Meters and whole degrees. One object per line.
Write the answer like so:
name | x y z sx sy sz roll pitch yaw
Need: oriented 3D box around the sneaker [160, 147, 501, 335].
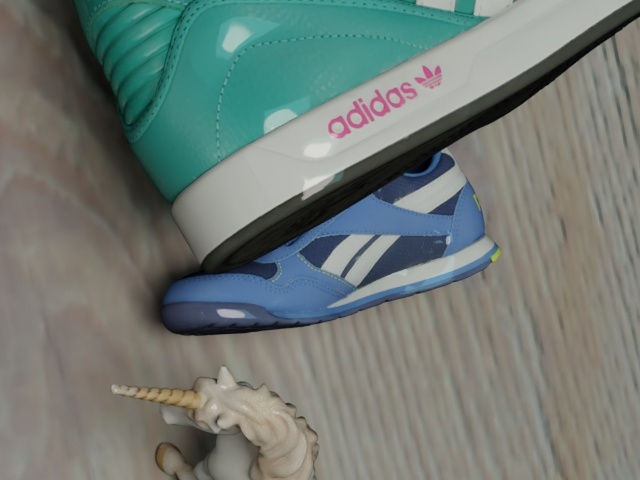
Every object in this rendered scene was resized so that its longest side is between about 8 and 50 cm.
sneaker | 0.000 0.000 0.659 0.144 0.053 0.059 -17 95 -33

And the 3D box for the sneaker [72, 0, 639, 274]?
sneaker | 0.017 -0.121 0.637 0.295 0.124 0.178 -31 87 -44

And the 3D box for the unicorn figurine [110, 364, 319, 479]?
unicorn figurine | -0.022 0.092 0.612 0.060 0.111 0.162 -40 105 -21
